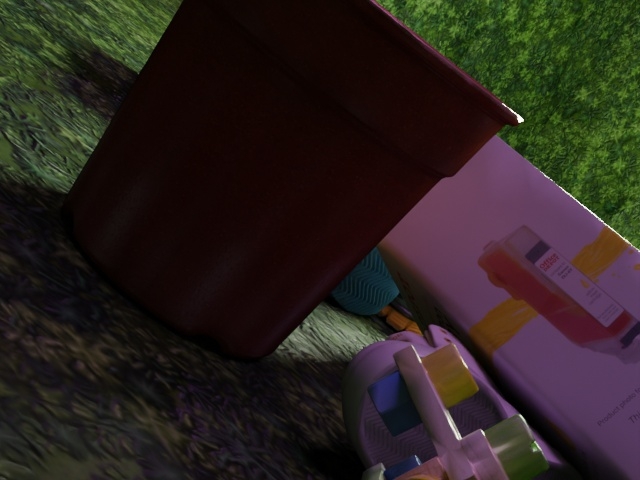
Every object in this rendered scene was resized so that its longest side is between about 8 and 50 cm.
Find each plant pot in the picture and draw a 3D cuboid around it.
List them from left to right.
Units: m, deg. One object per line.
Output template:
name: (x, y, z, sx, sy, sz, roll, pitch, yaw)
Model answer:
plant pot: (-0.038, -0.073, 0.849, 0.272, 0.265, 0.272, 37, 12, -9)

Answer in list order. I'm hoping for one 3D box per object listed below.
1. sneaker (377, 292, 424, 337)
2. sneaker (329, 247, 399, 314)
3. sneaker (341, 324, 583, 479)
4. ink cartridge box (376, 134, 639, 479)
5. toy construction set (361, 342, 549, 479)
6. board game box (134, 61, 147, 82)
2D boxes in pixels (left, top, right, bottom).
sneaker: (0.061, 0.019, 1.270, 0.215, 0.083, 0.084, 40, 13, 17)
sneaker: (0.000, 0.000, 1.147, 0.229, 0.087, 0.092, 32, 10, -37)
sneaker: (0.075, 0.124, 0.869, 0.292, 0.108, 0.169, 41, 4, -45)
ink cartridge box: (0.248, 0.126, 1.024, 0.384, 0.160, 0.279, 47, -8, 36)
toy construction set: (0.067, 0.184, 0.450, 0.215, 0.151, 0.327, 62, 17, -7)
board game box: (-0.138, -0.144, 1.367, 0.193, 0.053, 0.305, 36, 11, -14)
